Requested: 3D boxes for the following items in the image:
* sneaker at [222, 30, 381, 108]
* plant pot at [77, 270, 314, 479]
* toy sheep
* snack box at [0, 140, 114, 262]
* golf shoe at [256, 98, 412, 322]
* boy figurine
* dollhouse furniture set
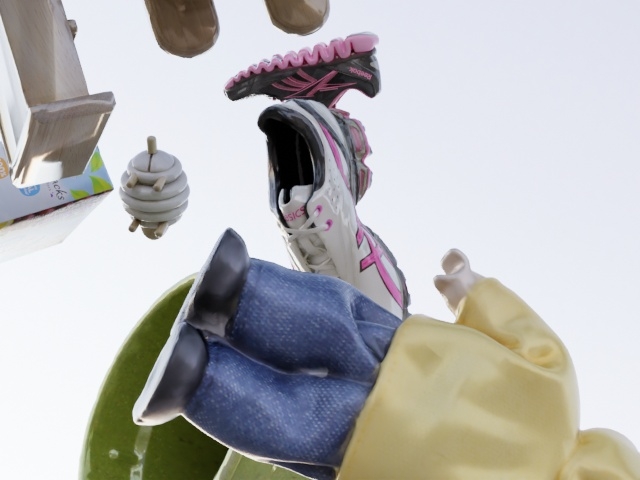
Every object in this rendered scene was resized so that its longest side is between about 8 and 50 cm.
[{"bbox_3d":[-0.011,-0.110,1.149,0.119,0.047,0.057,-13,-77,13],"label":"sneaker"},{"bbox_3d":[-0.044,0.200,1.489,0.254,0.276,0.276,28,-33,-31],"label":"plant pot"},{"bbox_3d":[-0.192,-0.059,1.851,0.091,0.091,0.132,11,-58,7],"label":"toy sheep"},{"bbox_3d":[-0.288,-0.017,1.276,0.207,0.070,0.174,-18,-7,-27],"label":"snack box"},{"bbox_3d":[0.000,0.000,1.013,0.067,0.186,0.086,-26,-19,31],"label":"golf shoe"},{"bbox_3d":[0.060,0.090,0.795,0.285,0.177,0.092,23,-25,-7],"label":"boy figurine"},{"bbox_3d":[-0.066,-0.143,0.877,0.242,0.161,0.212,-14,-11,-19],"label":"dollhouse furniture set"}]
